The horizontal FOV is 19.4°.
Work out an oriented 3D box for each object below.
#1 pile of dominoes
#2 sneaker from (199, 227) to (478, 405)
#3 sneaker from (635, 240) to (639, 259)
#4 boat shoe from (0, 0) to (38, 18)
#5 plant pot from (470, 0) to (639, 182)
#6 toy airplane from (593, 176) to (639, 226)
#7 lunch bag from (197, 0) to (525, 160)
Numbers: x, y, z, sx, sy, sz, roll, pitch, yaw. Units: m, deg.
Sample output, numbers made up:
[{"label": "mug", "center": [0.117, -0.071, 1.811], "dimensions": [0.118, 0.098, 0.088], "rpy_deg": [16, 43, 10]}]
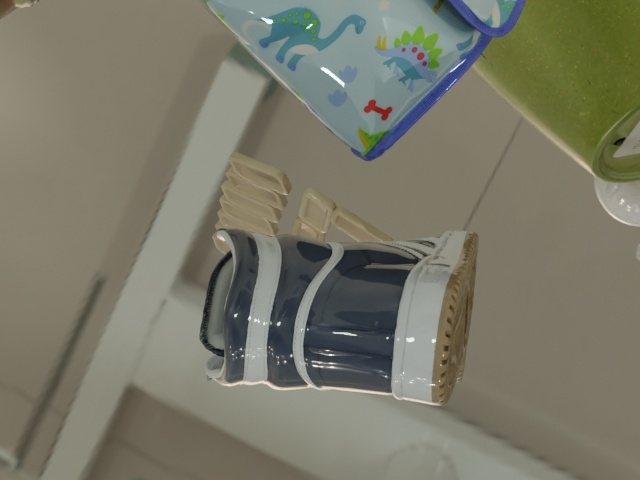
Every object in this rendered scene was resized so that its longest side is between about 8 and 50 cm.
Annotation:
[{"label": "pile of dominoes", "center": [0.000, 0.000, 1.668], "dimensions": [0.196, 0.040, 0.251], "rpy_deg": [33, 158, 6]}, {"label": "sneaker", "center": [0.015, 0.040, 1.152], "dimensions": [0.153, 0.282, 0.099], "rpy_deg": [5, 94, 7]}, {"label": "sneaker", "center": [0.232, -0.016, 1.178], "dimensions": [0.051, 0.134, 0.070], "rpy_deg": [17, 100, 10]}, {"label": "boat shoe", "center": [-0.365, -0.309, 1.560], "dimensions": [0.120, 0.122, 0.324], "rpy_deg": [-36, 100, -4]}, {"label": "plant pot", "center": [0.180, -0.195, 1.298], "dimensions": [0.275, 0.275, 0.293], "rpy_deg": [-36, 64, 23]}, {"label": "toy airplane", "center": [0.345, -0.110, 1.646], "dimensions": [0.384, 0.386, 0.272], "rpy_deg": [38, 115, -22]}, {"label": "lunch bag", "center": [0.025, -0.135, 0.858], "dimensions": [0.151, 0.096, 0.129], "rpy_deg": [-45, 122, 1]}]
